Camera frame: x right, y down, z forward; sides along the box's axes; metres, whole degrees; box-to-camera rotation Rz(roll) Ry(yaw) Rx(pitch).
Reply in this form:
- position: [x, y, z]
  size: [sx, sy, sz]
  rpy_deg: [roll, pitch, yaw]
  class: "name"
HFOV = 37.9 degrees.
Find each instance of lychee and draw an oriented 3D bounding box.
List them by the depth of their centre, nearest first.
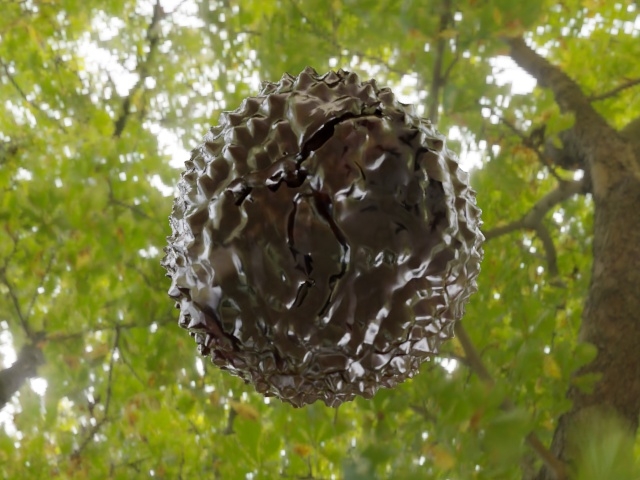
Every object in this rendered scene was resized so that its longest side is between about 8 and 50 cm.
- position: [0.000, 0.000, 0.519]
  size: [0.188, 0.188, 0.188]
  rpy_deg: [-1, -133, 1]
  class: "lychee"
